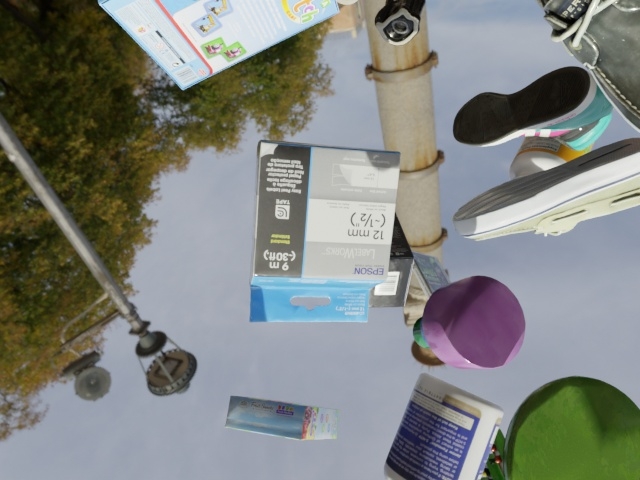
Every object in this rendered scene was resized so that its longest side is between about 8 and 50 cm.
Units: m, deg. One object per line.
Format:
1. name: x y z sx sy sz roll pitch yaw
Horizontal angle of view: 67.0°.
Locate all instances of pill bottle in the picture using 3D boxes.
1. pill bottle: 0.142 0.273 0.599 0.111 0.112 0.187 17 -102 36
2. pill bottle: 0.495 -0.172 1.047 0.136 0.136 0.246 18 -116 36

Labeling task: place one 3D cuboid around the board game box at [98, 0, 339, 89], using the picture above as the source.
1. board game box: -0.095 -0.255 0.507 0.211 0.160 0.039 -23 -105 7

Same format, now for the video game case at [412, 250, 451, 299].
1. video game case: 0.327 0.113 1.382 0.022 0.190 0.173 -39 -120 27

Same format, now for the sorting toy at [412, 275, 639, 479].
1. sorting toy: 0.188 0.194 0.384 0.127 0.126 0.366 -35 -94 -20

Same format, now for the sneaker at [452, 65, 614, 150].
1. sneaker: 0.410 -0.230 0.908 0.178 0.124 0.295 8 176 -29

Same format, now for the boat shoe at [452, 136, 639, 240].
1. boat shoe: 0.353 -0.055 0.722 0.302 0.094 0.109 -21 -164 12

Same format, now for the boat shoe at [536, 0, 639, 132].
1. boat shoe: 0.240 -0.209 0.415 0.119 0.121 0.336 -13 -111 -24

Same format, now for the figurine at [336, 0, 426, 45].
1. figurine: 0.129 -0.538 0.976 0.092 0.214 0.210 -27 -143 57

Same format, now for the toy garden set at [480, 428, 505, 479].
1. toy garden set: 0.328 0.484 0.998 0.049 0.245 0.204 0 -156 -3

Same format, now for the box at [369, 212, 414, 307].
1. box: 0.145 0.042 1.191 0.108 0.153 0.207 0 -144 -5

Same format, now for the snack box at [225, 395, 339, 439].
1. snack box: -0.074 0.379 1.033 0.174 0.207 0.070 1 -111 21

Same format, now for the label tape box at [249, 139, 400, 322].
1. label tape box: 0.000 0.000 0.893 0.248 0.348 0.115 3 -172 -11
